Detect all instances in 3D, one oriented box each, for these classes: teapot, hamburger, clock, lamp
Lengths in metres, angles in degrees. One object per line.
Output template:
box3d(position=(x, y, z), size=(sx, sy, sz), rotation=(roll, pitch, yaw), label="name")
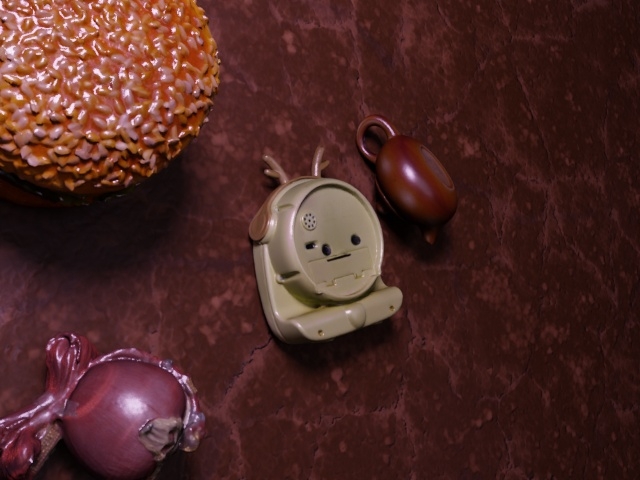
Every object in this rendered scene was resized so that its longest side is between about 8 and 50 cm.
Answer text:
box3d(position=(0.142, -0.108, 1.301), size=(0.252, 0.135, 0.178), rotation=(54, 17, 5), label="teapot")
box3d(position=(-0.298, -0.202, 0.878), size=(0.330, 0.250, 0.330), rotation=(9, 75, -37), label="hamburger")
box3d(position=(0.000, 0.000, 1.176), size=(0.235, 0.096, 0.308), rotation=(-14, 89, -39), label="clock")
box3d(position=(-0.264, 0.229, 0.904), size=(0.223, 0.151, 0.215), rotation=(19, 55, 12), label="lamp")
